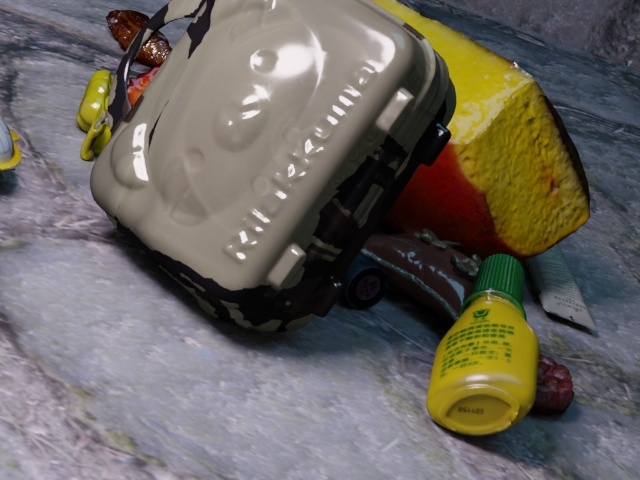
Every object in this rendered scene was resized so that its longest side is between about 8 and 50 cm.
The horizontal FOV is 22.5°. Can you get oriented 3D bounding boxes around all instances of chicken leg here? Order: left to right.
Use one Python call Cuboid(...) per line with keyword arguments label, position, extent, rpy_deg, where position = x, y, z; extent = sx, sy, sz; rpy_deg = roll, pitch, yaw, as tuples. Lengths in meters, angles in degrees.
Cuboid(label="chicken leg", position=(-0.243, -0.283, 2.341), extent=(0.089, 0.048, 0.219), rpy_deg=(2, 29, -43))

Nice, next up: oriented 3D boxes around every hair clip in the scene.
Cuboid(label="hair clip", position=(-0.267, -0.149, 1.933), extent=(0.046, 0.072, 0.173), rpy_deg=(19, 29, -21))

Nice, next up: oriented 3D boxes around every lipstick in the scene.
Cuboid(label="lipstick", position=(0.000, 0.000, 1.886), extent=(0.053, 0.053, 0.234), rpy_deg=(11, 21, -35))

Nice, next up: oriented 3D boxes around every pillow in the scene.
Cuboid(label="pillow", position=(0.141, 0.037, 1.923), extent=(0.179, 0.075, 0.171), rpy_deg=(31, 17, 23))

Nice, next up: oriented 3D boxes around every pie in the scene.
Cuboid(label="pie", position=(0.215, 0.143, 1.796), extent=(0.154, 0.036, 0.154), rpy_deg=(21, 19, -7))

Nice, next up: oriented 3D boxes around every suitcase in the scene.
Cuboid(label="suitcase", position=(-0.077, -0.117, 1.646), extent=(0.339, 0.351, 0.194), rpy_deg=(37, 3, 30))

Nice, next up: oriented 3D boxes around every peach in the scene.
Cuboid(label="peach", position=(0.155, -0.111, 2.071), extent=(0.380, 0.242, 0.306), rpy_deg=(31, -23, 23))

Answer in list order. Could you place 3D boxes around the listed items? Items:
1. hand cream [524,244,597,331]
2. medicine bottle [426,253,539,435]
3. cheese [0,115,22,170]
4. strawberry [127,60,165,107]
Cuboid(label="hand cream", position=(0.313, 0.051, 2.162), extent=(0.080, 0.050, 0.234), rpy_deg=(21, 24, -15))
Cuboid(label="medicine bottle", position=(0.181, 0.101, 1.717), extent=(0.111, 0.076, 0.309), rpy_deg=(-6, 26, 14))
Cuboid(label="cheese", position=(-0.407, -0.110, 1.636), extent=(0.177, 0.069, 0.270), rpy_deg=(32, 20, 20))
Cuboid(label="strawberry", position=(-0.145, -0.158, 2.074), extent=(0.236, 0.111, 0.190), rpy_deg=(-10, 44, -22))
